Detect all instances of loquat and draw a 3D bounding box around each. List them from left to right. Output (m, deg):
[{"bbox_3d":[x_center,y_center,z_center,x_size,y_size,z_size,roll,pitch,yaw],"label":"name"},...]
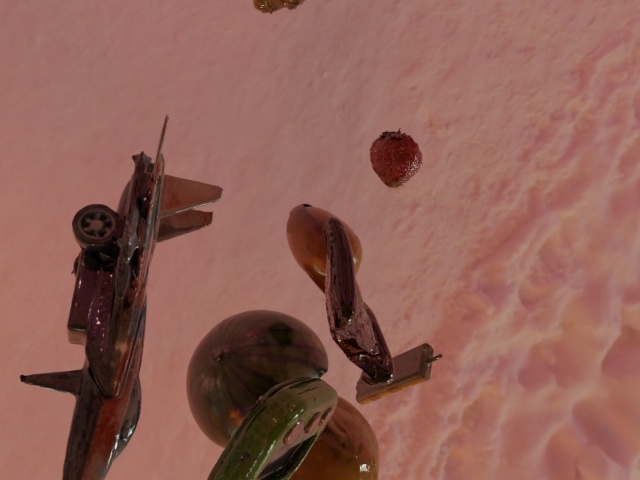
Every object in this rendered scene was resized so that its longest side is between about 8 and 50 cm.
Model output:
[{"bbox_3d":[-0.018,0.318,0.898,0.234,0.187,0.176,28,86,15],"label":"loquat"}]

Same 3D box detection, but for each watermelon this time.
[{"bbox_3d":[-0.165,0.265,1.285,0.330,0.331,0.189,-36,134,-14],"label":"watermelon"}]

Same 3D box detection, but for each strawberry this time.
[{"bbox_3d":[0.133,-0.145,1.057,0.106,0.106,0.106,-5,102,-23],"label":"strawberry"}]

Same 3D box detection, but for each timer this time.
[{"bbox_3d":[-0.043,0.186,0.541,0.128,0.047,0.140,-58,158,8],"label":"timer"}]

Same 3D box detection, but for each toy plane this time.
[{"bbox_3d":[-0.173,0.060,0.487,0.104,0.223,0.327,20,59,-11],"label":"toy plane"}]

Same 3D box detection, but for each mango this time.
[{"bbox_3d":[0.000,0.000,1.279,0.136,0.236,0.166,-40,120,2],"label":"mango"}]

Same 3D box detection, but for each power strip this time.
[{"bbox_3d":[0.179,0.304,1.345,0.034,0.268,0.092,38,44,-18],"label":"power strip"}]

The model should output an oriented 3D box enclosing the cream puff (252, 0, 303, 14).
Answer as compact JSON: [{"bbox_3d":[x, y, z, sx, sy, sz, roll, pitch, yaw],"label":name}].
[{"bbox_3d":[-0.072,-0.449,1.022,0.146,0.146,0.116,-8,87,-23],"label":"cream puff"}]

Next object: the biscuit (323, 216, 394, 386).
[{"bbox_3d":[0.043,0.094,0.796,0.063,0.151,0.235,-15,142,12],"label":"biscuit"}]
